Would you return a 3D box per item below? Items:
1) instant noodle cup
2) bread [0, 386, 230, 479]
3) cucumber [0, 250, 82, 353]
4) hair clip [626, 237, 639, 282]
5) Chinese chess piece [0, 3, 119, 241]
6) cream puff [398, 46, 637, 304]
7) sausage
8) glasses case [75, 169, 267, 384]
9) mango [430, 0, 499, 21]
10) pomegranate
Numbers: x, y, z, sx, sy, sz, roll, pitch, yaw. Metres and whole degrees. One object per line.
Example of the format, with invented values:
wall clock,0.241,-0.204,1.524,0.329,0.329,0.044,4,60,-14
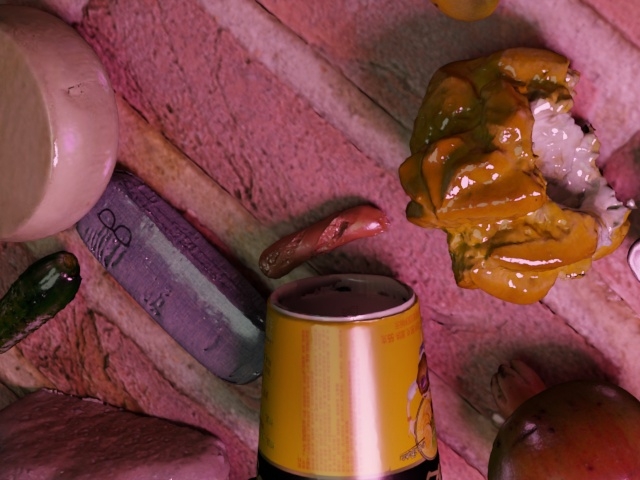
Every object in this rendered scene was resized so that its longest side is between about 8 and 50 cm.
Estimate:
instant noodle cup,0.024,0.164,1.182,0.216,0.215,0.236,4,105,25
bread,-0.277,0.280,1.388,0.337,0.183,0.102,8,119,26
cucumber,-0.354,0.082,1.403,0.227,0.069,0.069,-38,93,36
hair clip,0.356,-0.047,0.985,0.146,0.075,0.257,18,127,-3
Chinese chess piece,-0.326,-0.123,1.243,0.250,0.101,0.250,8,104,33
cream puff,0.151,-0.050,1.025,0.195,0.195,0.221,-22,98,33
sausage,0.000,0.000,1.206,0.158,0.042,0.036,-23,63,31
glasses case,-0.155,0.040,1.281,0.282,0.067,0.109,46,127,5
mango,0.123,-0.283,0.983,0.122,0.085,0.191,31,122,8
pomegranate,0.233,0.198,1.116,0.180,0.180,0.209,-58,45,33
